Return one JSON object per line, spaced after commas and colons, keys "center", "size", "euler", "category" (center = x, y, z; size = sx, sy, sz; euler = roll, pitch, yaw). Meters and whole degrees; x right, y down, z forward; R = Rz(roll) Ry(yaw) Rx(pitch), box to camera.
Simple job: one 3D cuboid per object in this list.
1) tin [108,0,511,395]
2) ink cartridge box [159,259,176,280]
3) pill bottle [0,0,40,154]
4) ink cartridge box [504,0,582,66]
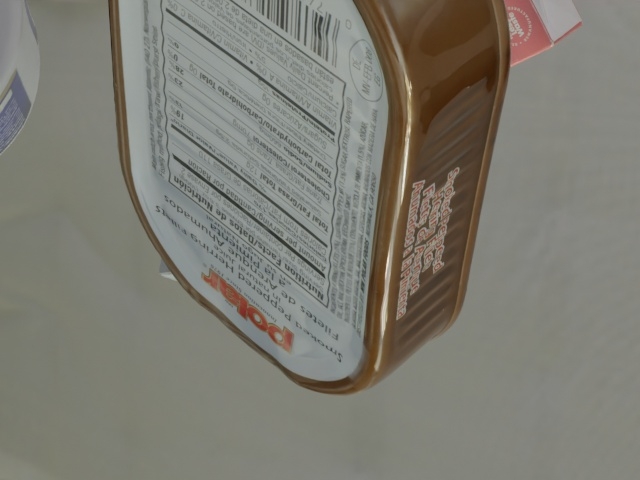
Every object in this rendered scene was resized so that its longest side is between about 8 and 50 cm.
{"center": [-0.009, -0.032, 0.452], "size": [0.106, 0.040, 0.190], "euler": [42, -29, 25], "category": "tin"}
{"center": [0.000, 0.000, 0.658], "size": [0.029, 0.115, 0.063], "euler": [-9, -116, 53], "category": "ink cartridge box"}
{"center": [-0.173, -0.079, 0.737], "size": [0.186, 0.112, 0.112], "euler": [145, -55, -83], "category": "pill bottle"}
{"center": [0.062, -0.150, 1.218], "size": [0.198, 0.067, 0.115], "euler": [-25, -83, 34], "category": "ink cartridge box"}
